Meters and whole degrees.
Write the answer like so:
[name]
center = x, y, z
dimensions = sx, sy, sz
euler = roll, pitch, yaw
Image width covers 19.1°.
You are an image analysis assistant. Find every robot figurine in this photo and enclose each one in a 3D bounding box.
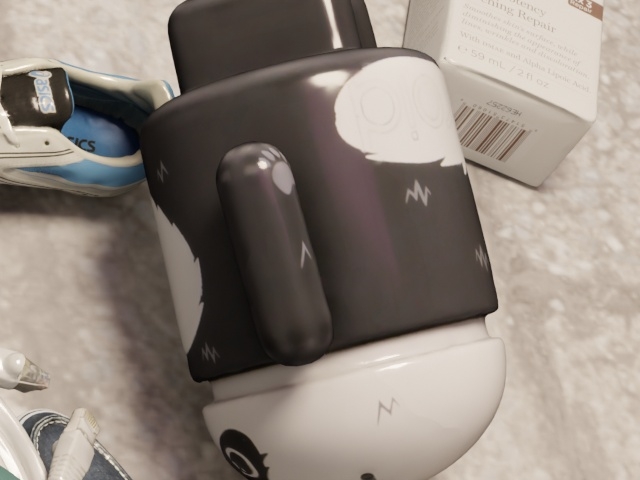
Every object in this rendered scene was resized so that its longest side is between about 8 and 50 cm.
[robot figurine]
center = -0.003, 0.000, 1.016
dimensions = 0.209, 0.173, 0.278
euler = -10, 85, -40

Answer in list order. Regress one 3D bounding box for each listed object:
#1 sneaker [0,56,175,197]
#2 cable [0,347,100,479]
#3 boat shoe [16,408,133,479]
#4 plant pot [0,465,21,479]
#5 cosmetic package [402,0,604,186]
[sneaker]
center = -0.191, -0.068, 1.051
dimensions = 0.237, 0.086, 0.085
euler = -2, 59, -29
[cable]
center = -0.246, 0.146, 0.859
dimensions = 0.257, 0.089, 0.257
euler = 21, 51, -14
[boat shoe]
center = -0.093, 0.148, 0.945
dimensions = 0.065, 0.083, 0.183
euler = -21, 68, -38
[plant pot]
center = -0.204, 0.170, 0.625
dimensions = 0.293, 0.293, 0.235
euler = -4, 20, -31
[cosmetic package]
center = 0.127, -0.159, 1.297
dimensions = 0.117, 0.085, 0.231
euler = 21, 50, -15
